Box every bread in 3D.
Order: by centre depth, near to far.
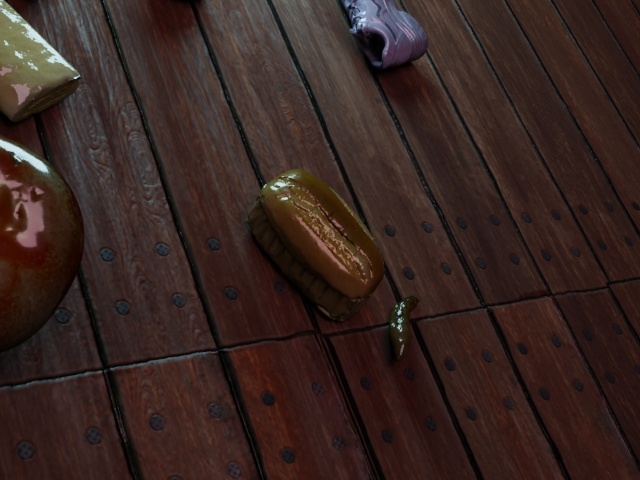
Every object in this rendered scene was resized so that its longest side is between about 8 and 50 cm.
[{"bbox_3d":[-0.456,-0.266,1.309,0.178,0.060,0.139,44,47,3],"label":"bread"},{"bbox_3d":[0.000,0.000,1.367,0.236,0.106,0.140,48,46,6],"label":"bread"}]

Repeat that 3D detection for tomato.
[{"bbox_3d":[-0.416,0.007,1.031,0.270,0.222,0.270,15,62,-29],"label":"tomato"}]

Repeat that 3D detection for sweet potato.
[{"bbox_3d":[0.127,0.131,1.399,0.041,0.038,0.153,50,35,-22],"label":"sweet potato"}]

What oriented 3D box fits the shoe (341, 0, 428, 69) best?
[{"bbox_3d":[0.093,-0.435,1.739,0.245,0.095,0.137,51,45,1],"label":"shoe"}]
